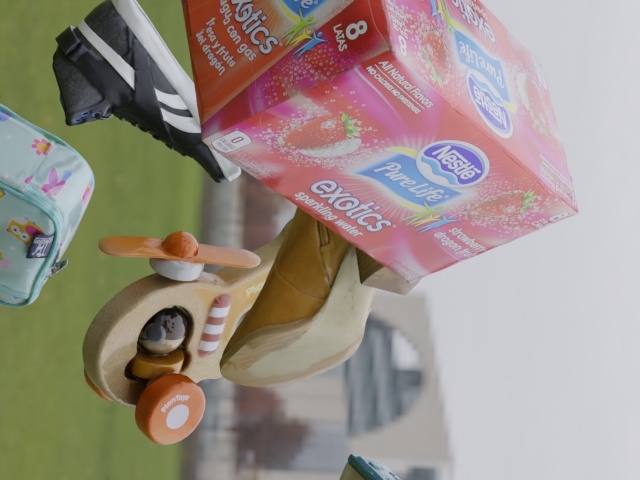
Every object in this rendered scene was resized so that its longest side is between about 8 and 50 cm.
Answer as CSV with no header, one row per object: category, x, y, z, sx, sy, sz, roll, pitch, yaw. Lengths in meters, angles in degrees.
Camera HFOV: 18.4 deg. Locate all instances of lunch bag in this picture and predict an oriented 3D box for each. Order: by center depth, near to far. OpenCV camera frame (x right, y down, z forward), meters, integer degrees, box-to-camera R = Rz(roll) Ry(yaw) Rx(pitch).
lunch bag,-0.386,-0.049,2.096,0.224,0.279,0.108,-58,-175,48

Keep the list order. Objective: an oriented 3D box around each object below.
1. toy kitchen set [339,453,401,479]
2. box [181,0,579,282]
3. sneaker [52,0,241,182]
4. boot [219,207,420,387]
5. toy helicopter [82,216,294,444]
toy kitchen set,0.139,0.255,1.751,0.122,0.207,0.166,-62,-149,7
box,0.039,-0.085,1.179,0.257,0.128,0.122,35,38,-54
sneaker,-0.177,-0.123,1.881,0.217,0.121,0.079,57,4,-24
boot,0.000,-0.001,1.935,0.295,0.104,0.211,-39,-136,39
toy helicopter,-0.124,0.055,2.293,0.140,0.355,0.235,34,-34,43
